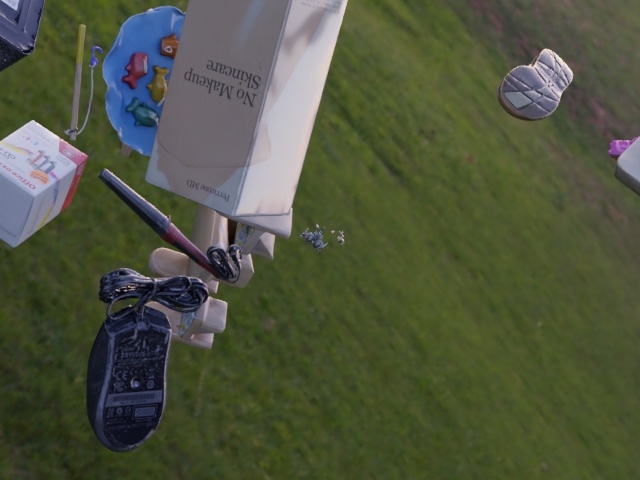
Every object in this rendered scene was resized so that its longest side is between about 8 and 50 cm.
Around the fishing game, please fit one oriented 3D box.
[{"bbox_3d":[-0.181,-0.193,1.488,0.264,0.189,0.041,4,10,-41],"label":"fishing game"}]

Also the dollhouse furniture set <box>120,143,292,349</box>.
[{"bbox_3d":[-0.235,-0.078,2.215,0.256,0.362,0.394,19,46,-17],"label":"dollhouse furniture set"}]

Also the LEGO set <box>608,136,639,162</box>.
[{"bbox_3d":[0.395,-0.094,1.475,0.227,0.093,0.087,50,50,-55],"label":"LEGO set"}]

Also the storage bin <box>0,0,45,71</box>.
[{"bbox_3d":[-0.518,-0.375,1.945,0.122,0.084,0.180,35,45,-40],"label":"storage bin"}]

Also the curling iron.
[{"bbox_3d":[-0.230,-0.026,1.889,0.274,0.068,0.035,37,26,-16],"label":"curling iron"}]

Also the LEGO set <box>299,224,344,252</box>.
[{"bbox_3d":[0.001,-0.002,2.200,0.023,0.083,0.054,-66,139,-62],"label":"LEGO set"}]

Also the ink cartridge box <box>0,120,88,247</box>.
[{"bbox_3d":[-0.520,-0.100,2.129,0.128,0.127,0.176,34,36,4],"label":"ink cartridge box"}]

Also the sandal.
[{"bbox_3d":[0.263,-0.187,1.520,0.072,0.049,0.180,49,38,-1],"label":"sandal"}]

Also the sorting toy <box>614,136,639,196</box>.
[{"bbox_3d":[0.444,-0.087,1.076,0.257,0.255,0.089,41,-15,25],"label":"sorting toy"}]

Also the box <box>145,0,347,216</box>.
[{"bbox_3d":[-0.082,-0.193,1.418,0.148,0.311,0.121,20,12,29],"label":"box"}]

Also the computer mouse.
[{"bbox_3d":[-0.275,0.172,1.780,0.188,0.272,0.072,7,8,-43],"label":"computer mouse"}]
